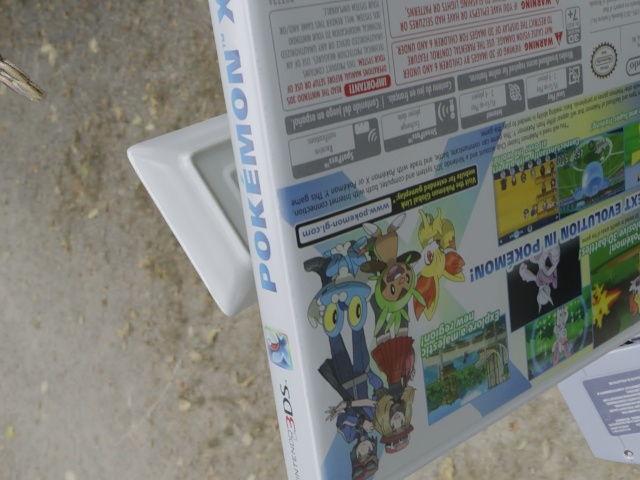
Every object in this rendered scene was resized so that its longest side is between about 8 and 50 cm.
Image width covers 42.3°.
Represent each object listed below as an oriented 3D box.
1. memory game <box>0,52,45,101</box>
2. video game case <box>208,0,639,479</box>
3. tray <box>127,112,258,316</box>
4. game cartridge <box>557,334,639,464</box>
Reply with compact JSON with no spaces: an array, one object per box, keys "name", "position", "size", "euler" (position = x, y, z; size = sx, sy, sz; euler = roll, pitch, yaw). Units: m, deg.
[{"name":"memory game","position":[-0.380,-0.209,0.894],"size":[0.186,0.186,0.012],"euler":[22,76,50]},{"name":"video game case","position":[0.100,-0.051,0.455],"size":[0.036,0.329,0.299],"euler":[12,116,50]},{"name":"tray","position":[-0.028,-0.053,0.693],"size":[0.030,0.270,0.145],"euler":[-32,91,37]},{"name":"game cartridge","position":[0.495,0.224,1.183],"size":[0.294,0.060,0.196],"euler":[-25,90,46]}]
